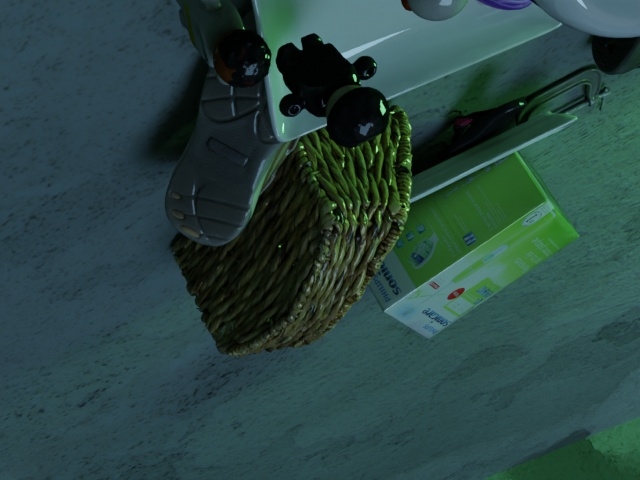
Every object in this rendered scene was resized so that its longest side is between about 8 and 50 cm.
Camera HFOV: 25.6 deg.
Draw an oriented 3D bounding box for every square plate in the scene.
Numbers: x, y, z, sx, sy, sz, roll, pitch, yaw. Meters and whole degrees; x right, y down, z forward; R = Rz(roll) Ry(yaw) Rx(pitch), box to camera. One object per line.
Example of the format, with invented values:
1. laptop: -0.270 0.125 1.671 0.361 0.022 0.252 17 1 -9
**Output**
1. square plate: 0.078 -0.295 1.332 0.344 0.049 0.347 -24 134 -15

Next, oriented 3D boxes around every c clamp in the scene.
1. c clamp: 0.341 -0.185 1.968 0.160 0.022 0.137 -25 154 -11

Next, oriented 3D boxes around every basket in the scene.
1. basket: 0.000 0.000 1.711 0.223 0.213 0.299 -6 146 -41

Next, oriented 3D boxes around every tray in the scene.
1. tray: 0.211 -0.111 1.894 0.270 0.030 0.145 -26 180 3

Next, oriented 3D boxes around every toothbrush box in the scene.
1. toothbrush box: 0.214 0.003 2.067 0.283 0.122 0.206 -34 155 11

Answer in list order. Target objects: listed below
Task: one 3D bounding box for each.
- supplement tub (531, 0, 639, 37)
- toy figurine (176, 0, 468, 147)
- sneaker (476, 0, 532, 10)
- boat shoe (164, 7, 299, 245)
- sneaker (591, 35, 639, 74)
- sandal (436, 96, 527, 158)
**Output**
1. supplement tub: 0.179 -0.324 1.104 0.235 0.325 0.235 -16 128 -21
2. toy figurine: 0.000 -0.204 1.214 0.209 0.148 0.213 21 112 -41
3. sneaker: 0.154 -0.261 1.322 0.068 0.071 0.170 -48 136 10
4. boat shoe: -0.067 -0.145 1.513 0.324 0.123 0.116 -56 180 28
5. sneaker: 0.459 -0.302 1.808 0.130 0.087 0.227 -13 154 -36
6. sandal: 0.206 -0.155 1.833 0.067 0.040 0.179 -24 172 -32
